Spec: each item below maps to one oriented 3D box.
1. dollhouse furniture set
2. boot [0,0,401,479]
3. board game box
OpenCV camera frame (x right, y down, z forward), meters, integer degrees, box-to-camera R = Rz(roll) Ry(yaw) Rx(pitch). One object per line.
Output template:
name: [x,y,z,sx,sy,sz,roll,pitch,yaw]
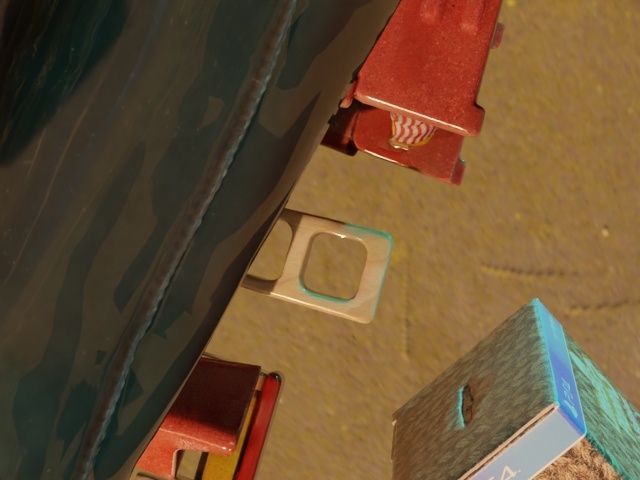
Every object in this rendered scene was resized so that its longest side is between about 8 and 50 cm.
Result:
dollhouse furniture set: [0.000,0.000,0.999,0.152,0.201,0.374,15,87,4]
boot: [-0.144,-0.009,0.664,0.146,0.367,0.445,29,90,24]
board game box: [0.191,0.215,1.096,0.141,0.232,0.291,-41,98,12]
